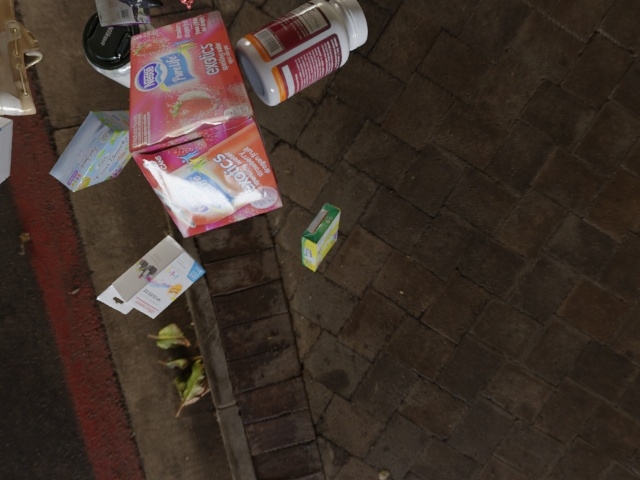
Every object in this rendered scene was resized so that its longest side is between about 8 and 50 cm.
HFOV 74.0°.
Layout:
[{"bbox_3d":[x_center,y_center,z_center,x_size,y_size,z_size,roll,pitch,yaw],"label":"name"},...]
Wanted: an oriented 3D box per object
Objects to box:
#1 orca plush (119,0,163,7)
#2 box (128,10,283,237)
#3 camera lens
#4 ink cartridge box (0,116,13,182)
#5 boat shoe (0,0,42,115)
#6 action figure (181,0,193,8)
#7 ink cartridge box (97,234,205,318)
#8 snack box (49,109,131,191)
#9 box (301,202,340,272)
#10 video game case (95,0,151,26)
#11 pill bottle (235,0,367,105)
[{"bbox_3d":[-0.324,-0.564,0.742,0.151,0.287,0.102,22,58,19],"label":"orca plush"},{"bbox_3d":[-0.140,-0.147,0.504,0.123,0.128,0.256,-18,51,-4],"label":"box"},{"bbox_3d":[-0.625,-0.626,1.423,0.220,0.274,0.219,0,91,10],"label":"camera lens"},{"bbox_3d":[-1.089,-0.275,1.228,0.270,0.198,0.197,13,115,-21],"label":"ink cartridge box"},{"bbox_3d":[-0.390,-0.240,0.542,0.059,0.063,0.169,0,87,-33],"label":"boat shoe"},{"bbox_3d":[-0.355,-0.659,1.103,0.038,0.030,0.115,-14,90,-26],"label":"action figure"},{"bbox_3d":[-0.337,0.088,0.857,0.181,0.104,0.062,-44,63,-12],"label":"ink cartridge box"},{"bbox_3d":[-0.500,-0.215,0.988,0.070,0.207,0.174,41,105,-10],"label":"snack box"},{"bbox_3d":[0.000,0.000,0.988,0.043,0.179,0.105,30,66,14],"label":"box"},{"bbox_3d":[-0.450,-0.590,0.934,0.042,0.232,0.210,-20,120,-37],"label":"video game case"},{"bbox_3d":[-0.021,-0.241,0.529,0.152,0.086,0.086,-33,95,-10],"label":"pill bottle"}]
